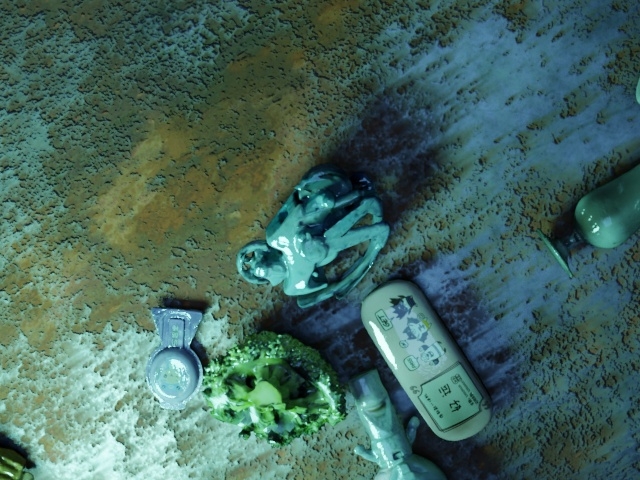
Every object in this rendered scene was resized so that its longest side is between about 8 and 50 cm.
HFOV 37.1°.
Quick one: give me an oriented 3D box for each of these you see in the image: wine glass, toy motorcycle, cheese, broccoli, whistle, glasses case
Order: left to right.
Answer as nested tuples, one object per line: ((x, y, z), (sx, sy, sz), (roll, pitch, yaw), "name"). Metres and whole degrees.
((-0.263, 0.214, 1.718), (0.105, 0.042, 0.191), (3, 99, 2), "cheese")
((-0.074, 0.260, 1.644), (0.226, 0.176, 0.198), (33, 102, 34), "broccoli")
((0.000, 0.000, 1.611), (0.206, 0.154, 0.260), (31, 111, -26), "toy motorcycle")
((0.137, 0.397, 1.692), (0.142, 0.134, 0.346), (-23, 89, 12), "whistle")
((0.187, 0.209, 1.665), (0.122, 0.075, 0.314), (-31, 98, 13), "glasses case")
((0.482, -0.043, 1.579), (0.231, 0.103, 0.103), (-34, 97, 7), "wine glass")

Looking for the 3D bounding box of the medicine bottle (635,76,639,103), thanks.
((0.678, -0.227, 1.475), (0.316, 0.202, 0.202), (29, 102, -2), "medicine bottle")

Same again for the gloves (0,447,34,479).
((-0.704, 0.451, 1.743), (0.356, 0.155, 0.203), (9, 106, -1), "gloves")

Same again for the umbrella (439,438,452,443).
((0.246, 0.339, 1.717), (0.083, 0.020, 0.031), (-41, 56, 11), "umbrella")
